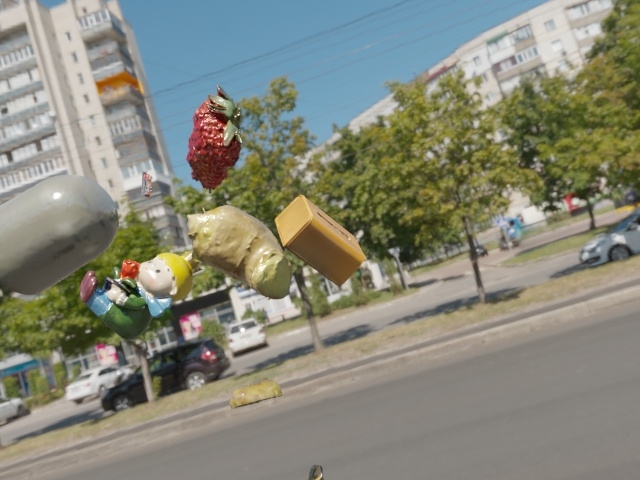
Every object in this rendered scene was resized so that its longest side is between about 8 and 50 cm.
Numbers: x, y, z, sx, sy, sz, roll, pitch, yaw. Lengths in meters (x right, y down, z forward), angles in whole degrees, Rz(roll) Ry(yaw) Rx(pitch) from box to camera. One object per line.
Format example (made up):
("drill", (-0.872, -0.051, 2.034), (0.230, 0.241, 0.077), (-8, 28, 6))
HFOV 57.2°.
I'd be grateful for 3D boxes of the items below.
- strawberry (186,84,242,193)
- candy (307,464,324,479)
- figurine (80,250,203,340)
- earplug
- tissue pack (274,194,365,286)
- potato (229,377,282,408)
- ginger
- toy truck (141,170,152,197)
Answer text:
("strawberry", (-0.244, -0.213, 1.287), (0.098, 0.174, 0.228), (8, -28, -23))
("candy", (-0.036, 0.736, 1.571), (0.101, 0.271, 0.143), (20, -28, -9))
("figurine", (-0.383, 0.086, 1.275), (0.234, 0.185, 0.127), (-43, 20, -8))
("earplug", (-0.876, -0.039, 1.946), (0.394, 0.313, 0.312), (-29, -8, 10))
("tissue pack", (0.000, 0.000, 2.010), (0.145, 0.274, 0.194), (-45, 31, 15))
("potato", (-0.237, 0.549, 2.127), (0.200, 0.081, 0.164), (-5, -17, -40))
("ginger", (-0.163, 0.020, 1.251), (0.138, 0.267, 0.152), (-56, 1, 2))
("toy truck", (-0.521, -0.170, 1.764), (0.032, 0.083, 0.024), (7, -23, -23))
